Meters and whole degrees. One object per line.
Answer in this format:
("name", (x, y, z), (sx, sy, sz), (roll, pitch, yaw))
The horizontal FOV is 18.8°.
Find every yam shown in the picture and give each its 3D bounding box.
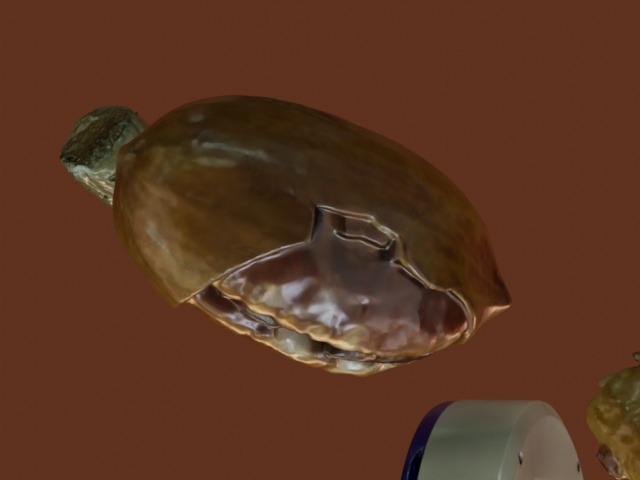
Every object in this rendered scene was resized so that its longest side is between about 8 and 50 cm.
("yam", (-0.092, -0.026, 1.154), (0.132, 0.054, 0.054), (41, 84, -32))

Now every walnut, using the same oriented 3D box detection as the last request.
("walnut", (0.000, 0.000, 0.890), (0.207, 0.116, 0.115), (19, 84, -24))

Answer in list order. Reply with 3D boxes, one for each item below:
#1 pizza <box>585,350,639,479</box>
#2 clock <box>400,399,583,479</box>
("pizza", (0.220, 0.104, 0.917), (0.182, 0.161, 0.062), (23, 127, 18))
("clock", (0.124, 0.224, 1.330), (0.083, 0.230, 0.230), (-6, 84, 25))
